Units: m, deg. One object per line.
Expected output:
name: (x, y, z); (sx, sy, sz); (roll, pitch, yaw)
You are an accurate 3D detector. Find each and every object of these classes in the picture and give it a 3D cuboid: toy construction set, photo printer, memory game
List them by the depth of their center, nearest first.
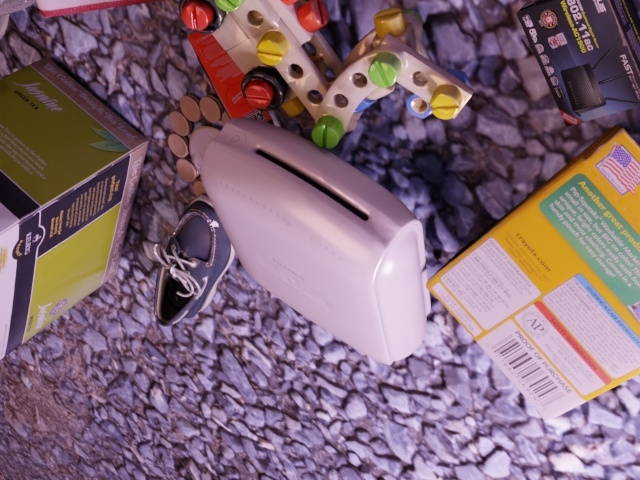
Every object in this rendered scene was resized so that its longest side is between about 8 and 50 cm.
toy construction set: (-0.008, -0.235, 1.008); (0.215, 0.151, 0.328); (-22, 103, 37)
photo printer: (0.000, 0.000, 1.138); (0.256, 0.107, 0.307); (32, 162, 21)
memory game: (-0.133, -0.108, 1.342); (0.186, 0.012, 0.186); (24, 134, 28)

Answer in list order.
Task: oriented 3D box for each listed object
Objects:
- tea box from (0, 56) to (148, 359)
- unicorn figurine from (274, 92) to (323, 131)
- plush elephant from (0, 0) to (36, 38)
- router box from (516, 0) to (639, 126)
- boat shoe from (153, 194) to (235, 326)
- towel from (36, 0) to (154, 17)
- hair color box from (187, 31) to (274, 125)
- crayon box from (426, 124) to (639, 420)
tea box: (-0.454, -0.028, 1.462); (0.220, 0.323, 0.329); (40, 138, 13)
unicorn figurine: (-0.053, -0.195, 1.160); (0.111, 0.060, 0.162); (35, 145, 35)
plush elephant: (-0.511, -0.384, 1.339); (0.330, 0.272, 0.255); (-56, 33, 17)
router box: (0.245, -0.172, 0.916); (0.092, 0.038, 0.122); (-15, 108, 47)
boat shoe: (-0.191, 0.035, 1.449); (0.095, 0.079, 0.254); (43, 142, 10)
towel: (-0.223, -0.385, 1.050); (0.237, 0.037, 0.329); (-8, 136, -1)
hair color box: (-0.101, -0.177, 1.184); (0.141, 0.043, 0.072); (60, 177, 16)
crayon box: (0.275, 0.032, 1.007); (0.203, 0.083, 0.323); (49, 141, 3)
